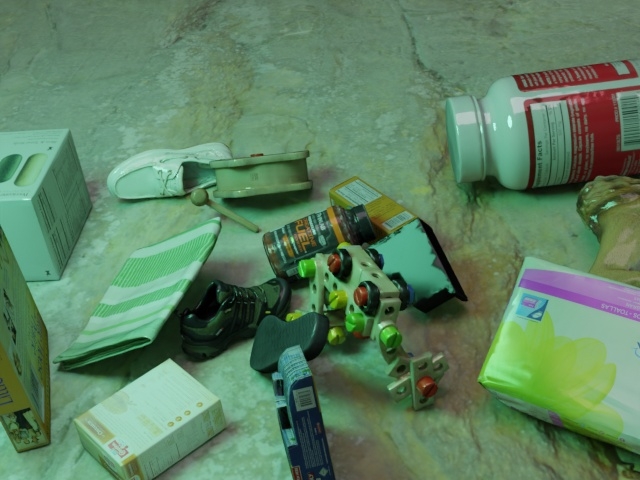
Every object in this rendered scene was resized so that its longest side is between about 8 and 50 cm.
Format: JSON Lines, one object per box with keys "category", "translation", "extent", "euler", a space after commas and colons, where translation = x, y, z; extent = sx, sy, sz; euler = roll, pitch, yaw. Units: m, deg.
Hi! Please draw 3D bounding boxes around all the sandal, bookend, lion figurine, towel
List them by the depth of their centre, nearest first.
{"category": "sandal", "translation": [-0.048, 0.171, 1.633], "extent": [0.254, 0.054, 0.097], "euler": [-13, 57, 63]}
{"category": "lion figurine", "translation": [0.525, 0.027, 1.729], "extent": [0.240, 0.142, 0.392], "euler": [3, 41, 28]}
{"category": "bookend", "translation": [0.150, 0.069, 1.779], "extent": [0.156, 0.072, 0.157], "euler": [-32, 64, 15]}
{"category": "towel", "translation": [-0.317, 0.091, 1.809], "extent": [0.248, 0.038, 0.325], "euler": [-19, 27, 34]}

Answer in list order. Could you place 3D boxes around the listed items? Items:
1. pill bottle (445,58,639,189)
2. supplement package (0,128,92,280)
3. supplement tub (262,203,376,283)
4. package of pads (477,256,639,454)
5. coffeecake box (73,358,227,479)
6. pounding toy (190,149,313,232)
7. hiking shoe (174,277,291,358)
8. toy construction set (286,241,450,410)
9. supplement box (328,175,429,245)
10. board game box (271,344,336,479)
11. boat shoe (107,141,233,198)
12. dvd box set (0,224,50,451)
{"category": "pill bottle", "translation": [0.462, -0.223, 2.004], "extent": [0.408, 0.229, 0.229], "euler": [-7, 36, 1]}
{"category": "supplement package", "translation": [-0.606, -0.072, 2.036], "extent": [0.199, 0.198, 0.262], "euler": [-3, 36, 7]}
{"category": "supplement tub", "translation": [0.000, 0.000, 1.865], "extent": [0.198, 0.106, 0.106], "euler": [-22, 36, 3]}
{"category": "package of pads", "translation": [0.406, 0.174, 1.506], "extent": [0.297, 0.101, 0.229], "euler": [16, 75, 30]}
{"category": "coffeecake box", "translation": [-0.265, 0.286, 1.587], "extent": [0.185, 0.068, 0.142], "euler": [-32, 42, -29]}
{"category": "pounding toy", "translation": [-0.142, -0.099, 2.093], "extent": [0.270, 0.154, 0.154], "euler": [-8, 6, -15]}
{"category": "hiking shoe", "translation": [-0.145, 0.113, 1.761], "extent": [0.227, 0.114, 0.086], "euler": [-31, 43, -27]}
{"category": "toy construction set", "translation": [0.066, 0.129, 1.630], "extent": [0.151, 0.215, 0.328], "euler": [-10, 34, -38]}
{"category": "supplement box", "translation": [0.112, -0.037, 1.949], "extent": [0.080, 0.078, 0.233], "euler": [-27, 39, -21]}
{"category": "board game box", "translation": [-0.032, 0.262, 1.486], "extent": [0.060, 0.194, 0.194], "euler": [-13, 12, -7]}
{"category": "boat shoe", "translation": [-0.312, -0.139, 2.156], "extent": [0.277, 0.098, 0.096], "euler": [-17, 36, -13]}
{"category": "dvd box set", "translation": [-0.528, 0.086, 1.616], "extent": [0.062, 0.420, 0.307], "euler": [-16, 37, -5]}
